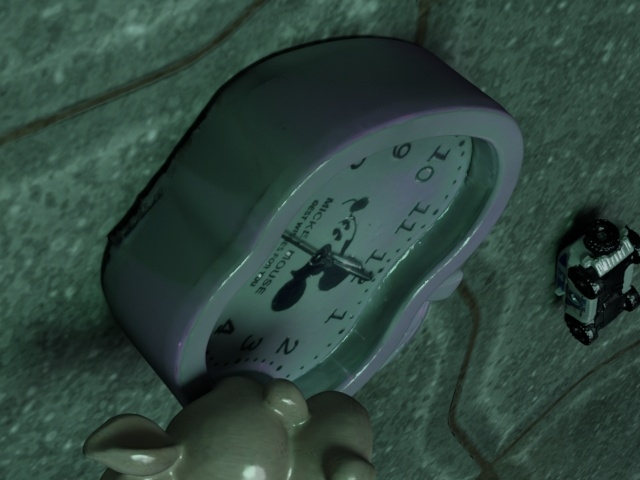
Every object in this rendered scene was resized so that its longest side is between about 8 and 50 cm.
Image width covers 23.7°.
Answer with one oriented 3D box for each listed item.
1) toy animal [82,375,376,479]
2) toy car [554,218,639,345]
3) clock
[{"bbox_3d":[-0.068,0.144,1.072,0.212,0.124,0.124,11,125,-19],"label":"toy animal"},{"bbox_3d":[0.290,0.036,1.595,0.080,0.070,0.171,-36,151,-15],"label":"toy car"},{"bbox_3d":[0.000,0.000,1.165,0.338,0.102,0.338,-32,149,-22],"label":"clock"}]
